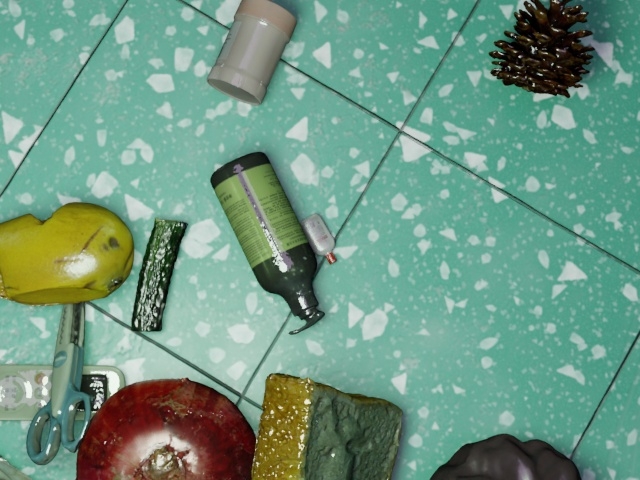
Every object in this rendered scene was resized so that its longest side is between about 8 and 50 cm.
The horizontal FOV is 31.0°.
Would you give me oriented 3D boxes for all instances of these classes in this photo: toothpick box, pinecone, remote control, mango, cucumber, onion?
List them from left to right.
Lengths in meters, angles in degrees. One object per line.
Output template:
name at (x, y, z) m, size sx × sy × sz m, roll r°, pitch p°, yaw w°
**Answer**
remote control at (-0.458, 0.237, 1.795) m, size 0.309 × 0.038 × 0.090 m, roll 2°, pitch 83°, yaw -3°
mango at (-0.415, 0.023, 1.777) m, size 0.261 × 0.130 × 0.167 m, roll -9°, pitch 55°, yaw 4°
cucumber at (-0.259, 0.055, 1.819) m, size 0.058 × 0.058 × 0.187 m, roll 13°, pitch 81°, yaw -1°
onion at (-0.221, 0.338, 1.685) m, size 0.276 × 0.276 × 0.276 m, roll 0°, pitch 82°, yaw -2°
toothpick box at (-0.110, -0.303, 1.850) m, size 0.098 × 0.098 × 0.149 m, roll 23°, pitch 82°, yaw 1°
pinecone at (0.360, -0.315, 1.836) m, size 0.162 × 0.163 × 0.165 m, roll 21°, pitch 96°, yaw 1°

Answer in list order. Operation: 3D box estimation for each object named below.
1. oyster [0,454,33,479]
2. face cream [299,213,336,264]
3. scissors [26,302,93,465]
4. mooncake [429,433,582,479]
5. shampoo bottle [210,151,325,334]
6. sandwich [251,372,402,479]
oyster at (-0.512, 0.407, 1.745) m, size 0.252 × 0.087 × 0.199 m, roll 21°, pitch 72°, yaw -7°
face cream at (0.000, 0.000, 1.853) m, size 0.040 × 0.021 × 0.083 m, roll -29°, pitch 84°, yaw -6°
scissors at (-0.384, 0.196, 1.749) m, size 0.138 × 0.041 × 0.289 m, roll -27°, pitch 47°, yaw 33°
mooncake at (0.290, 0.431, 1.722) m, size 0.283 × 0.141 × 0.283 m, roll 5°, pitch 70°, yaw -14°
shampoo bottle at (-0.072, 0.005, 1.810) m, size 0.101 × 0.101 × 0.284 m, roll -26°, pitch 84°, yaw -5°
sandwich at (0.005, 0.362, 1.695) m, size 0.099 × 0.271 × 0.301 m, roll 3°, pitch 79°, yaw 42°
